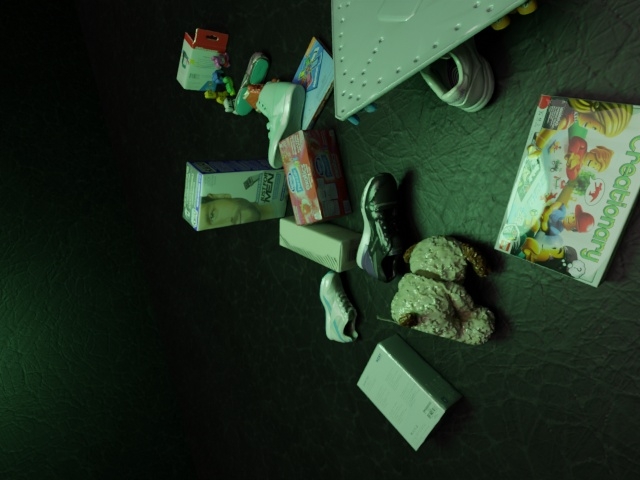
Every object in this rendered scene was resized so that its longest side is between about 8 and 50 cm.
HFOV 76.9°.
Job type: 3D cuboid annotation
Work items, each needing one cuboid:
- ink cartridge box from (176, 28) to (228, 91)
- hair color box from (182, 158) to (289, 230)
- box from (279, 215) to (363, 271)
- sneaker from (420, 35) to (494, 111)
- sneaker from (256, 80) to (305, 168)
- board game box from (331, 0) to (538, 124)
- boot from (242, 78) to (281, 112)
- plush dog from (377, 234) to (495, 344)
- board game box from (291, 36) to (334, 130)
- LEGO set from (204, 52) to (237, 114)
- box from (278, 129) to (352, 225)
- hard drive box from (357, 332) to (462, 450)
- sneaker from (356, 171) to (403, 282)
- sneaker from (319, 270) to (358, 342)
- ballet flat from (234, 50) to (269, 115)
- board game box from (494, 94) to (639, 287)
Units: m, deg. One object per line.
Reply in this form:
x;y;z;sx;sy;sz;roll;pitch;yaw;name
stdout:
-0.445;-0.689;1.519;0.078;0.134;0.231;52;132;26;ink cartridge box
-0.257;-0.155;1.291;0.110;0.338;0.185;37;125;37;hair color box
0.000;0.000;1.220;0.275;0.113;0.094;23;117;44;box
0.246;-0.408;0.811;0.114;0.152;0.305;-33;74;49;sneaker
-0.140;-0.362;1.251;0.151;0.094;0.256;27;110;34;sneaker
0.182;-0.472;0.794;0.389;0.050;0.390;-23;58;40;board game box
-0.194;-0.489;1.320;0.157;0.084;0.059;-26;38;46;boot
0.257;0.097;0.924;0.262;0.210;0.226;8;79;45;plush dog
-0.039;-0.439;1.212;0.145;0.027;0.281;56;135;20;board game box
-0.383;-0.576;1.509;0.087;0.093;0.227;-11;92;49;LEGO set
-0.016;-0.183;1.177;0.122;0.128;0.257;-12;92;49;box
0.230;0.401;1.082;0.232;0.089;0.181;42;128;32;hard drive box
0.172;-0.026;1.015;0.124;0.107;0.284;43;139;51;sneaker
0.062;0.201;1.231;0.092;0.087;0.229;2;108;41;sneaker
-0.238;-0.540;1.384;0.222;0.076;0.079;-59;39;33;ballet flat
0.457;-0.093;0.729;0.193;0.053;0.306;27;119;41;board game box
